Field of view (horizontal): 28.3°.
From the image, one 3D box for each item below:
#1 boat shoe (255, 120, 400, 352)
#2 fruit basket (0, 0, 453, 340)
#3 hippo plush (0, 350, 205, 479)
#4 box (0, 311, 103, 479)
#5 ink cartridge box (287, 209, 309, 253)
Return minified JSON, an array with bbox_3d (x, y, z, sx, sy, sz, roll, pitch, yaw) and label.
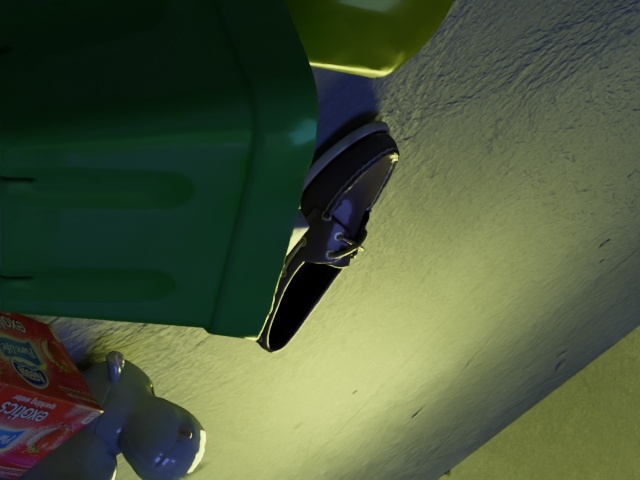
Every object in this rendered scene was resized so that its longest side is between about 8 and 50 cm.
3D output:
[{"bbox_3d":[0.000,0.000,1.497,0.116,0.096,0.324,-3,140,-51],"label":"boat shoe"},{"bbox_3d":[-0.056,-0.153,0.818,0.392,0.392,0.283,-23,153,-28],"label":"fruit basket"},{"bbox_3d":[-0.270,0.268,1.511,0.236,0.294,0.234,-52,166,-26],"label":"hippo plush"},{"bbox_3d":[-0.348,0.144,1.262,0.128,0.122,0.257,-38,156,6],"label":"box"},{"bbox_3d":[-0.128,0.006,1.359,0.191,0.082,0.139,-6,142,-51],"label":"ink cartridge box"}]
